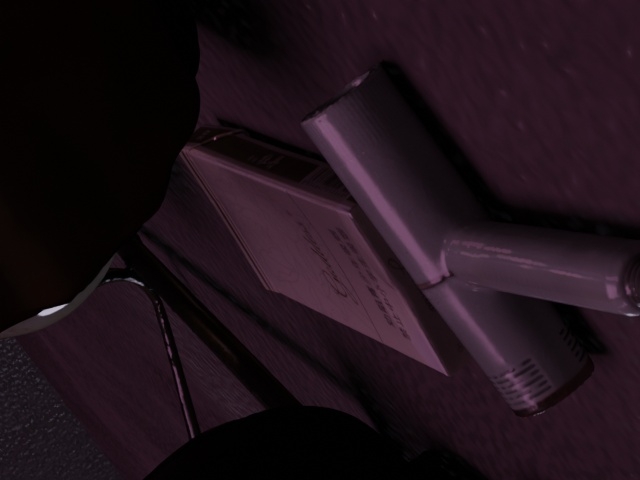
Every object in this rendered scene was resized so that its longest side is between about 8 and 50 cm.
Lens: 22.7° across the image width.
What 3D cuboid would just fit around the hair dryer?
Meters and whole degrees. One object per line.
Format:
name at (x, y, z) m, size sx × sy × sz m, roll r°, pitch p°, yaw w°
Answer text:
hair dryer at (0.077, -0.006, 0.585) m, size 0.155 × 0.044 × 0.183 m, roll 51°, pitch 161°, yaw -8°

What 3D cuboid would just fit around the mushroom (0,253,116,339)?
mushroom at (-0.226, -0.049, 1.109) m, size 0.243 × 0.243 × 0.243 m, roll 46°, pitch 165°, yaw 16°

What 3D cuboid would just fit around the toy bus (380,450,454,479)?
toy bus at (0.009, 0.274, 0.952) m, size 0.127 × 0.303 × 0.147 m, roll 30°, pitch 159°, yaw 48°

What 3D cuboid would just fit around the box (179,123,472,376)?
box at (0.000, 0.000, 0.833) m, size 0.198 × 0.029 × 0.109 m, roll 23°, pitch 149°, yaw 59°

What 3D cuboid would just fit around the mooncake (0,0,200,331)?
mooncake at (-0.202, -0.077, 0.738) m, size 0.290 × 0.290 × 0.161 m, roll 39°, pitch 163°, yaw 37°

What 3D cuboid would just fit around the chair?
chair at (-0.152, 0.223, 1.179) m, size 0.410 × 0.362 × 0.364 m, roll 14°, pitch 125°, yaw 49°
